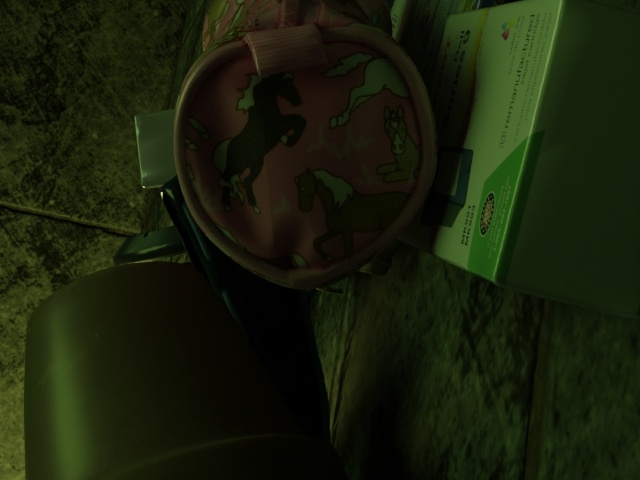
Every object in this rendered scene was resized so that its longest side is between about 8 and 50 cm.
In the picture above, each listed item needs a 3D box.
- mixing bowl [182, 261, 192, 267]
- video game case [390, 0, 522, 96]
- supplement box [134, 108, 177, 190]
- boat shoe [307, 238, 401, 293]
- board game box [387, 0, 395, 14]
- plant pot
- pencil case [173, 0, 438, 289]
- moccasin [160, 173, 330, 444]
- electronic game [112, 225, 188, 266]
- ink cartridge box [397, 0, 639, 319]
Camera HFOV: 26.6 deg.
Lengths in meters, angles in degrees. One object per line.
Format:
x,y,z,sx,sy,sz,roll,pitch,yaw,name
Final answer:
-0.092,0.088,1.478,0.181,0.098,0.181,58,168,20,mixing bowl
0.114,-0.187,1.021,0.244,0.061,0.269,-112,37,-70,video game case
-0.076,-0.086,1.339,0.239,0.130,0.073,11,-108,-75,supplement box
0.000,0.000,1.232,0.285,0.104,0.089,151,132,-72,boat shoe
0.013,-0.187,1.317,0.136,0.035,0.201,-47,8,5,board game box
-0.125,0.148,1.042,0.263,0.263,0.229,122,135,-54,plant pot
-0.012,-0.105,0.922,0.160,0.167,0.386,-44,15,13,pencil case
-0.077,0.089,1.208,0.138,0.117,0.342,13,117,63,moccasin
-0.117,-0.006,1.497,0.229,0.229,0.048,174,81,-76,electronic game
0.125,-0.053,0.782,0.212,0.093,0.154,-143,66,-79,ink cartridge box
